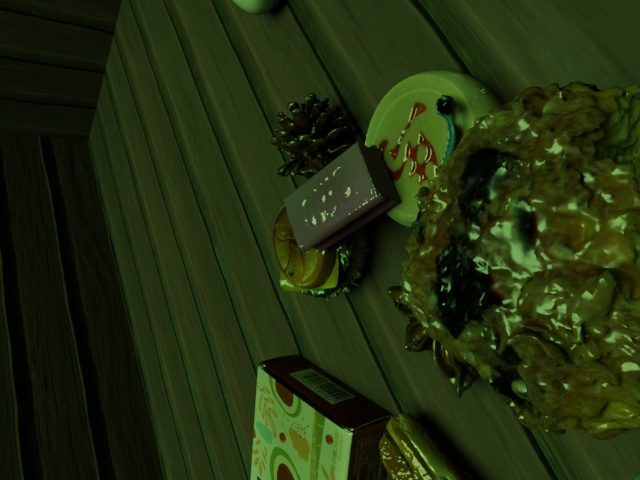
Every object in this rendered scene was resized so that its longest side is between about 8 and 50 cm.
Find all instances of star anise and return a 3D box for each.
[{"bbox_3d":[0.215,0.144,0.826,0.220,0.098,0.214,66,152,18],"label":"star anise"}]

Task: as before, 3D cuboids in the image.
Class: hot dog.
[{"bbox_3d":[0.224,0.445,0.827,0.337,0.100,0.135,47,136,41],"label":"hot dog"}]

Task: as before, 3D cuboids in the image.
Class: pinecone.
[{"bbox_3d":[-0.017,-0.216,1.037,0.150,0.179,0.196,78,-170,-71],"label":"pinecone"}]

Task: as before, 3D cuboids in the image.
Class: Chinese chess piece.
[{"bbox_3d":[0.190,-0.150,0.827,0.273,0.102,0.274,5,97,52],"label":"Chinese chess piece"}]

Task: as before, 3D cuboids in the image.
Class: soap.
[{"bbox_3d":[0.032,-0.072,0.877,0.203,0.065,0.122,-34,66,35],"label":"soap"}]

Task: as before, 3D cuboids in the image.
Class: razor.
[{"bbox_3d":[0.174,-0.087,0.736,0.082,0.042,0.254,-69,-12,-73],"label":"razor"}]

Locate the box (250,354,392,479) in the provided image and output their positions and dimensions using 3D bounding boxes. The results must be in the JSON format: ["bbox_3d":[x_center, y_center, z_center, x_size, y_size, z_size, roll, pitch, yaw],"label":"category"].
[{"bbox_3d":[-0.018,0.509,1.121,0.344,0.122,0.386,17,106,50],"label":"box"}]

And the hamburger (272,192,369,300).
[{"bbox_3d":[0.000,0.000,1.052,0.243,0.138,0.262,-6,88,51],"label":"hamburger"}]

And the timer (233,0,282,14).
[{"bbox_3d":[-0.126,-0.690,1.119,0.383,0.270,0.271,-47,55,60],"label":"timer"}]

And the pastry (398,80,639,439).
[{"bbox_3d":[0.265,0.028,0.585,0.337,0.292,0.406,-34,62,48],"label":"pastry"}]

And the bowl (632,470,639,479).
[{"bbox_3d":[0.419,0.248,0.414,0.307,0.307,0.164,-30,51,49],"label":"bowl"}]
